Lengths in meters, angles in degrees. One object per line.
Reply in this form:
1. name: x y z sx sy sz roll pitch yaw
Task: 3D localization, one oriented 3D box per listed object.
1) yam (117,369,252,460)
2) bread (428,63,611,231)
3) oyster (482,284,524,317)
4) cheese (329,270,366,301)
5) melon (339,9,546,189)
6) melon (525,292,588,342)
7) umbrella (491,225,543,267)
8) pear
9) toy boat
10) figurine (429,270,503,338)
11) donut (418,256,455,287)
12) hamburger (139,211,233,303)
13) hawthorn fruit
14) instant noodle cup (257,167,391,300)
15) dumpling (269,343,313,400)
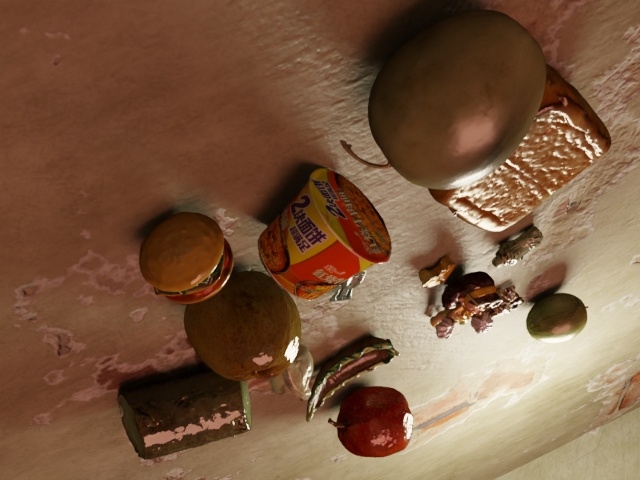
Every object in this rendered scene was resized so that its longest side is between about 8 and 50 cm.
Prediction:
1. yam: -0.285 0.379 1.707 0.304 0.168 0.168 -11 141 -21
2. bread: 0.366 -0.176 1.480 0.328 0.148 0.337 -42 145 24
3. oyster: 0.478 0.180 2.076 0.148 0.051 0.103 -25 139 12
4. cheese: 0.064 0.094 1.703 0.067 0.026 0.121 -3 138 -31
5. melon: 0.213 -0.219 1.225 0.271 0.272 0.308 -2 132 -33
6. melon: 0.683 0.221 2.190 0.192 0.139 0.139 -19 144 -5
7. umbrella: 0.482 0.021 1.872 0.143 0.062 0.067 -33 177 -5
8. pear: -0.147 0.175 1.498 0.228 0.211 0.188 -10 143 -23
9. toy boat: 0.061 0.340 1.950 0.293 0.099 0.108 -35 144 -4
10. figurine: 0.359 0.167 1.921 0.174 0.116 0.240 -6 145 -26
11. donut: 0.276 0.072 1.813 0.067 0.038 0.083 7 127 -36
12. hamburger: -0.231 0.031 1.316 0.162 0.162 0.115 -27 145 -2
13. hawthorn fruit: 0.131 0.506 2.124 0.253 0.205 0.205 -1 136 -24
14. instant noodle cup: 0.000 0.000 1.405 0.174 0.213 0.213 -39 144 28
15. dumpling: -0.068 0.312 1.795 0.118 0.136 0.199 -22 134 2
